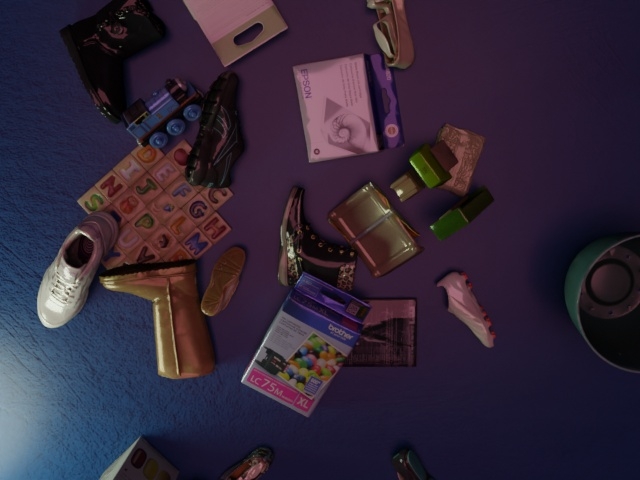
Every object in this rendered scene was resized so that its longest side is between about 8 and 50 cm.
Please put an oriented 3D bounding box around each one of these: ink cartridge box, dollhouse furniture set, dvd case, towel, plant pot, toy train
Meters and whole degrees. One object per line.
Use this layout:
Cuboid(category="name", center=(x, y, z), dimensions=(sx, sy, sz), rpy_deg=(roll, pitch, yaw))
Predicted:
Cuboid(category="ink cartridge box", center=(0.066, -0.299, 1.688), dimensions=(0.224, 0.045, 0.223), rpy_deg=(-10, 98, 2))
Cuboid(category="ink cartridge box", center=(-0.033, 0.241, 1.728), dimensions=(0.186, 0.065, 0.311), rpy_deg=(28, 110, -3))
Cuboid(category="dollhouse furniture set", center=(0.197, -0.073, 1.701), dimensions=(0.301, 0.151, 0.197), rpy_deg=(-36, 90, 38))
Cuboid(category="dvd case", center=(0.116, 0.218, 1.777), dimensions=(0.221, 0.018, 0.164), rpy_deg=(-1, 99, 0))
Cuboid(category="towel", center=(0.303, -0.181, 1.711), dimensions=(0.110, 0.027, 0.148), rpy_deg=(17, 98, -1))
Cuboid(category="plant pot", center=(0.670, 0.113, 1.642), dimensions=(0.293, 0.235, 0.292), rpy_deg=(0, 98, 2))
Cuboid(category="toy train", center=(-0.345, -0.283, 1.662), dimensions=(0.184, 0.080, 0.105), rpy_deg=(-38, 139, 5))
Cuboid(category="ink cartridge box", center=(-0.201, -0.525, 1.656), dimensions=(0.171, 0.056, 0.235), rpy_deg=(-31, 100, 6))

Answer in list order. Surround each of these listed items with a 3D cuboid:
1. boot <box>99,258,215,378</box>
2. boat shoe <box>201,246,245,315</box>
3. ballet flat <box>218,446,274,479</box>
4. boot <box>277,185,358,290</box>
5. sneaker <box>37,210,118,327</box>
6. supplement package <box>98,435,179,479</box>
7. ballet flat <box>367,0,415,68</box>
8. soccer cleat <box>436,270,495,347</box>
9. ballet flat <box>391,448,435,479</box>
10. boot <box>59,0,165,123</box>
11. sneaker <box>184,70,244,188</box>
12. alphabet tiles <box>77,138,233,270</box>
Cuboid(category="boot", center=(-0.376, 0.189, 1.741), dimensions=(0.236, 0.089, 0.269), rpy_deg=(-5, 102, 2))
Cuboid(category="boat shoe", center=(-0.221, 0.094, 1.745), dimensions=(0.063, 0.059, 0.170), rpy_deg=(28, 87, 11))
Cuboid(category="ballet flat", center=(-0.190, 0.569, 1.810), dimensions=(0.070, 0.070, 0.188), rpy_deg=(43, 97, -5))
Cuboid(category="boot", center=(0.000, 0.001, 1.706), dimensions=(0.179, 0.085, 0.236), rpy_deg=(8, 105, 7))
Cuboid(category="sneaker", center=(-0.570, 0.073, 1.696), dimensions=(0.114, 0.152, 0.305), rpy_deg=(29, 105, -3))
Cuboid(category="supplement package", center=(-0.437, 0.580, 1.724), dimensions=(0.134, 0.244, 0.139), rpy_deg=(-44, 96, 7))
Cuboid(category="ballet flat", center=(0.145, -0.493, 1.634), dimensions=(0.086, 0.086, 0.248), rpy_deg=(-15, 97, 3))
Cuboid(category="soccer cleat", center=(0.338, 0.164, 1.745), dimensions=(0.076, 0.068, 0.196), rpy_deg=(-28, 90, 10))
Cuboid(category="ballet flat", center=(0.236, 0.584, 1.808), dimensions=(0.074, 0.074, 0.203), rpy_deg=(-34, 102, 5))
Cuboid(category="boot", center=(-0.429, -0.408, 1.656), dimensions=(0.207, 0.094, 0.246), rpy_deg=(-26, 91, 8))
Cuboid(category="sneaker", center=(-0.222, -0.244, 1.692), dimensions=(0.106, 0.101, 0.267), rpy_deg=(15, 96, -26))
Cuboid(category="alphabet tiles", center=(-0.384, -0.059, 1.749), dimensions=(0.342, 0.011, 0.285), rpy_deg=(-40, 95, 6))
